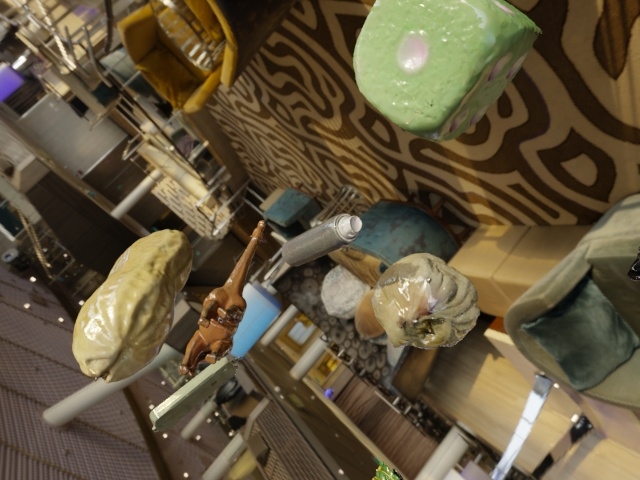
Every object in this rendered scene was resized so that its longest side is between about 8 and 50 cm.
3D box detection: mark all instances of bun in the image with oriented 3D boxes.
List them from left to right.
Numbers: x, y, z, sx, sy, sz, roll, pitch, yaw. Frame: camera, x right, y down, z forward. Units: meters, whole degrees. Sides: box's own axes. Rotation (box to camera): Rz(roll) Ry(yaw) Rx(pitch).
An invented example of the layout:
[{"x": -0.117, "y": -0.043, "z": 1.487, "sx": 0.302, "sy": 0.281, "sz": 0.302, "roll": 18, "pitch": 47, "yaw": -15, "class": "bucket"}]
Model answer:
[{"x": 0.271, "y": 0.172, "z": 1.080, "sx": 0.281, "sy": 0.281, "sz": 0.205, "roll": 43, "pitch": -167, "yaw": -6, "class": "bun"}]

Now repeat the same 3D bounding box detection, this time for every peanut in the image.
[{"x": -0.307, "y": 0.091, "z": 0.715, "sx": 0.149, "sy": 0.149, "sz": 0.313, "roll": 46, "pitch": -157, "yaw": -24, "class": "peanut"}]

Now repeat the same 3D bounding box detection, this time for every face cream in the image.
[{"x": 0.000, "y": 0.000, "z": 0.997, "sx": 0.073, "sy": 0.073, "sz": 0.283, "roll": 44, "pitch": 147, "yaw": -14, "class": "face cream"}]

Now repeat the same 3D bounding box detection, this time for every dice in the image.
[{"x": 0.302, "y": -0.463, "z": 1.034, "sx": 0.318, "sy": 0.330, "sz": 0.322, "roll": 46, "pitch": 133, "yaw": 16, "class": "dice"}]

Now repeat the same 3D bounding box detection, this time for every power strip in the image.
[{"x": -0.267, "y": 0.324, "z": 0.901, "sx": 0.029, "sy": 0.226, "sz": 0.080, "roll": 40, "pitch": 154, "yaw": 28, "class": "power strip"}]

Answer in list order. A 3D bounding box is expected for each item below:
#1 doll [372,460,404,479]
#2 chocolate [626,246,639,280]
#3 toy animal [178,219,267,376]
[{"x": 0.109, "y": 0.448, "z": 0.703, "sx": 0.076, "sy": 0.113, "sz": 0.078, "roll": 4, "pitch": 128, "yaw": 43, "class": "doll"}, {"x": 0.557, "y": 0.034, "z": 0.465, "sx": 0.343, "sy": 0.149, "sz": 0.126, "roll": -4, "pitch": 148, "yaw": 35, "class": "chocolate"}, {"x": -0.140, "y": 0.081, "z": 0.650, "sx": 0.066, "sy": 0.224, "sz": 0.230, "roll": 20, "pitch": -171, "yaw": -2, "class": "toy animal"}]
